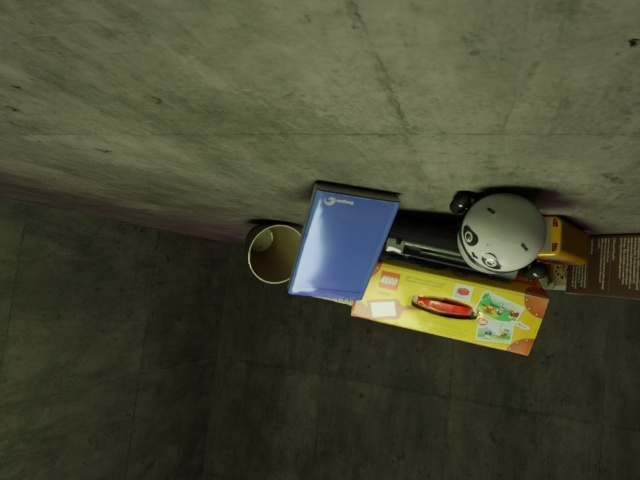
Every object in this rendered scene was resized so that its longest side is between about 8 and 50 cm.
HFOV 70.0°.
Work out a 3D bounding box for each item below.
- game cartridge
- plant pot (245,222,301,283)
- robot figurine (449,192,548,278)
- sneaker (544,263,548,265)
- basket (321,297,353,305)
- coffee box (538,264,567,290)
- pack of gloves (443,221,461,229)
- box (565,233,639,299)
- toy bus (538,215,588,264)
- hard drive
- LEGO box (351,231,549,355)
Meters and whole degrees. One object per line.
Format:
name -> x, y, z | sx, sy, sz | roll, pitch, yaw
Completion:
game cartridge -> 0.375, 0.016, 1.339 | 0.355, 0.068, 0.230 | 13, -163, 9
plant pot -> -0.230, 0.023, 2.028 | 0.256, 0.257, 0.274 | 8, -168, -26
robot figurine -> 0.393, -0.008, 1.022 | 0.209, 0.174, 0.278 | 5, 176, 12
sneaker -> 0.807, 0.056, 1.713 | 0.281, 0.106, 0.162 | 9, 171, -25
basket -> 0.159, 0.122, 1.980 | 0.266, 0.331, 0.328 | 6, 176, 29
coffee box -> 1.026, 0.124, 1.838 | 0.118, 0.168, 0.297 | 7, 174, -17
pack of gloves -> 0.532, -0.021, 1.480 | 0.232, 0.046, 0.195 | 6, 176, -3
box -> 0.926, 0.079, 1.314 | 0.143, 0.191, 0.381 | 8, 176, -25
toy bus -> 0.616, 0.001, 1.243 | 0.130, 0.108, 0.332 | 1, 173, 44
hard drive -> 0.051, 0.016, 1.157 | 0.210, 0.319, 0.040 | 7, -146, -14
LEGO box -> 0.376, 0.123, 1.415 | 0.500, 0.193, 0.372 | 12, -158, 8
